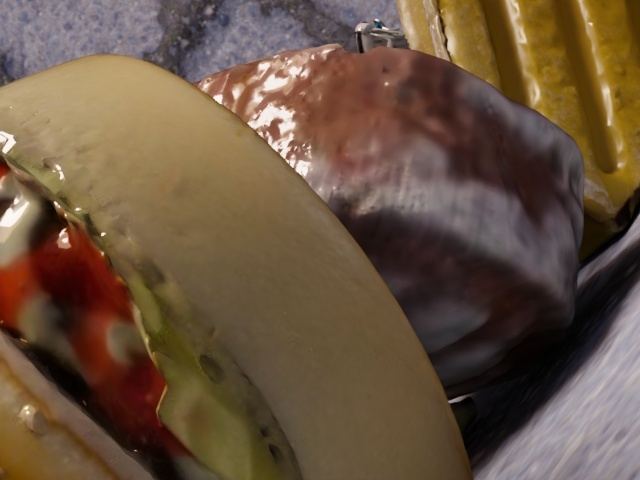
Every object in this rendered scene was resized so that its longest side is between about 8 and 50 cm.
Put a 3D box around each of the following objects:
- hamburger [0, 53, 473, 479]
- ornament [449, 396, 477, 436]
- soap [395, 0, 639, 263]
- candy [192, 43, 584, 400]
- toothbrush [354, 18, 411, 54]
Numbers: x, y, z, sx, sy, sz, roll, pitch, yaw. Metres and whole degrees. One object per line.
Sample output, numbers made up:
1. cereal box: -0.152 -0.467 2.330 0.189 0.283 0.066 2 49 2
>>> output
1. hamburger: -0.082 0.073 0.623 0.176 0.300 0.300 -39 -5 -22
2. ornament: 0.015 0.143 0.888 0.180 0.059 0.201 -41 5 15
3. soap: 0.131 -0.116 0.943 0.160 0.258 0.080 -7 -17 -13
4. candy: 0.000 0.000 0.844 0.289 0.214 0.157 -19 53 45
5. toothbrush: 0.059 -0.013 0.944 0.024 0.026 0.288 -53 -34 -31
